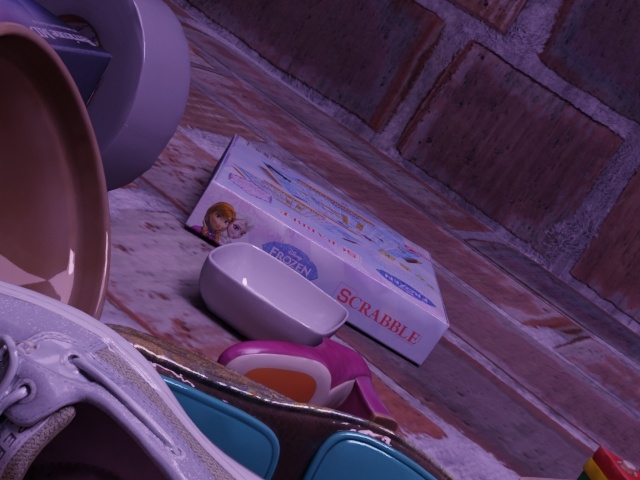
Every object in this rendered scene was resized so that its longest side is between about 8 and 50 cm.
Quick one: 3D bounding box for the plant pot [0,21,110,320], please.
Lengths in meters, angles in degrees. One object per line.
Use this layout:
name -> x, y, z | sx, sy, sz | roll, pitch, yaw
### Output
plant pot -> -0.239, -0.024, 0.822 | 0.110, 0.237, 0.237 | -7, 7, 12

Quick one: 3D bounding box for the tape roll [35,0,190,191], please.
tape roll -> -0.235, -0.159, 1.196 | 0.219, 0.219, 0.072 | 40, 15, 30

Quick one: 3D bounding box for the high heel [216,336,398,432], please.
high heel -> -0.026, 0.102, 1.009 | 0.244, 0.082, 0.117 | 22, 23, -51

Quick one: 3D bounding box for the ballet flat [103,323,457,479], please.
ballet flat -> -0.033, 0.150, 0.795 | 0.349, 0.123, 0.123 | 28, 14, -18

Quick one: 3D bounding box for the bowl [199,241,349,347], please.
bowl -> -0.052, 0.063, 1.180 | 0.142, 0.053, 0.142 | 35, 13, 8

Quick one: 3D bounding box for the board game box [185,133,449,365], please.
board game box -> 0.000, 0.000, 1.500 | 0.319, 0.066, 0.318 | 31, 13, -6

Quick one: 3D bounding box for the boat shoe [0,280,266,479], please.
boat shoe -> -0.120, 0.131, 0.639 | 0.320, 0.118, 0.103 | 40, 9, 1

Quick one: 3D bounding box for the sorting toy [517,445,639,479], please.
sorting toy -> 0.352, 0.300, 1.170 | 0.257, 0.089, 0.255 | 16, 21, -50

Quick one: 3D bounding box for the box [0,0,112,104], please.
box -> -0.380, -0.166, 0.973 | 0.294, 0.182, 0.296 | 36, 14, 12
